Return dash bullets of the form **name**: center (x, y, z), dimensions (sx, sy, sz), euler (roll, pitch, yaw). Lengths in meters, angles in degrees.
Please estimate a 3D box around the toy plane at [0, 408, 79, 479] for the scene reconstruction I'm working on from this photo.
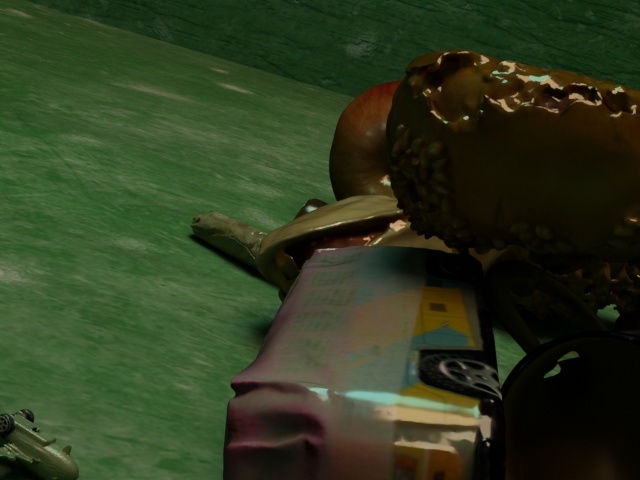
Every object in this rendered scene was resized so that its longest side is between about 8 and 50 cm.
- **toy plane**: center (-0.189, 0.130, 0.649), dimensions (0.083, 0.033, 0.080), euler (21, 2, 13)

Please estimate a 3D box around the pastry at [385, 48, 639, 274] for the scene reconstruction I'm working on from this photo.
- **pastry**: center (0.185, -0.055, 0.812), dimensions (0.255, 0.161, 0.311), euler (21, 12, 29)

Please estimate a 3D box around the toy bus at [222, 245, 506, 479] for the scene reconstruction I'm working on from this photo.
- **toy bus**: center (0.033, 0.121, 0.693), dimensions (0.163, 0.171, 0.386), euler (3, 13, 5)

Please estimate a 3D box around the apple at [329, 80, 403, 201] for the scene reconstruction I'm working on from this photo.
- **apple**: center (0.138, -0.110, 1.451), dimensions (0.242, 0.242, 0.241), euler (21, 14, 16)

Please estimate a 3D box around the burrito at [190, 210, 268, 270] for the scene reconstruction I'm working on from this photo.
- **burrito**: center (-0.083, 0.005, 1.175), dimensions (0.188, 0.045, 0.058), euler (26, -7, 37)

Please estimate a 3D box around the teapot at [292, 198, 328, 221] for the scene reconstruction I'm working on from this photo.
- **teapot**: center (0.000, 0.000, 1.232), dimensions (0.068, 0.076, 0.121), euler (30, 46, 16)

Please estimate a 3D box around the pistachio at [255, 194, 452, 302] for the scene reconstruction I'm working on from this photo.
- **pistachio**: center (0.040, 0.028, 1.011), dimensions (0.230, 0.157, 0.157), euler (-9, 29, -44)

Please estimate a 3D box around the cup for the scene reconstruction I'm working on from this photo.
- **cup**: center (0.263, 0.112, 0.805), dimensions (0.178, 0.254, 0.256), euler (-23, -15, 37)

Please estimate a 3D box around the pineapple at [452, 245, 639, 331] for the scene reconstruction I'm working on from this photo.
- **pineapple**: center (0.351, 0.025, 1.290), dimensions (0.357, 0.222, 0.223), euler (24, 12, -21)
